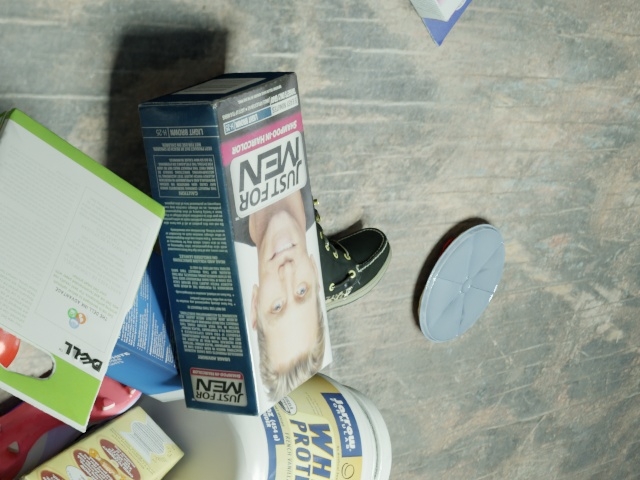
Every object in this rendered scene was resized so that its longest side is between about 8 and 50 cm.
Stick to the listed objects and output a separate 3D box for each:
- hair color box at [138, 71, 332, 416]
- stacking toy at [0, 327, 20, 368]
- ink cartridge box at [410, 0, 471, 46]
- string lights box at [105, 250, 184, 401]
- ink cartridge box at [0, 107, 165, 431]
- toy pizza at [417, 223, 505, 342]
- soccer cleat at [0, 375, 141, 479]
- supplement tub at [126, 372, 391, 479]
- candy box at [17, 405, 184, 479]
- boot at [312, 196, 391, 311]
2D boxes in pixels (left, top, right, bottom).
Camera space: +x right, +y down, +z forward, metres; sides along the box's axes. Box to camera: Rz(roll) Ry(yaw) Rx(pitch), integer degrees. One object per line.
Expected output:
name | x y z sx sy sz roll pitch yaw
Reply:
hair color box | -0.087 0.000 1.513 0.174 0.105 0.347 -31 119 -55
stacking toy | -0.407 0.204 1.374 0.141 0.141 0.330 33 82 -55
ink cartridge box | 0.204 -0.446 1.709 0.324 0.071 0.330 -54 143 -9
string lights box | -0.213 0.077 1.503 0.260 0.077 0.133 37 46 -54
ink cartridge box | -0.276 0.035 1.278 0.189 0.097 0.255 35 52 -27
toy pizza | 0.212 0.063 2.105 0.201 0.032 0.201 -31 137 -35
soccer cleat | -0.307 0.211 1.547 0.248 0.083 0.095 -32 160 -38
supplement tub | -0.075 0.273 1.731 0.316 0.228 0.228 9 107 -53
candy box | -0.280 0.298 1.469 0.183 0.087 0.316 -47 174 13
boot | 0.001 0.001 1.758 0.236 0.085 0.178 -33 134 -32
